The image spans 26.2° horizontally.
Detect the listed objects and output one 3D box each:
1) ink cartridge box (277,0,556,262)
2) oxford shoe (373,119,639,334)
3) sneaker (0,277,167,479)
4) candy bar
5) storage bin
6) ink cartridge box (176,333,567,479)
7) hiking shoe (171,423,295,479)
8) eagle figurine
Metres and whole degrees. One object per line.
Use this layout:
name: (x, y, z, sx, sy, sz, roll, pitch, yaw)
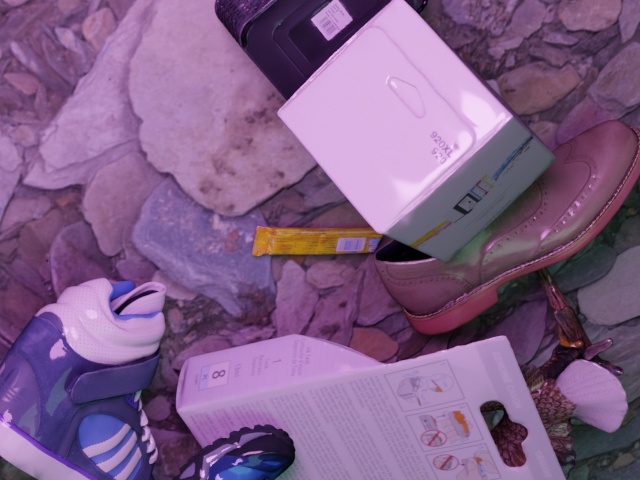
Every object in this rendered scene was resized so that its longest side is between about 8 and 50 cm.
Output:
ink cartridge box: (0.102, -0.104, 1.380, 0.168, 0.171, 0.232, -44, 160, 10)
oxford shoe: (0.219, -0.035, 1.575, 0.348, 0.123, 0.130, -39, 123, 2)
sneaker: (-0.215, 0.165, 1.500, 0.236, 0.130, 0.323, -52, 144, -5)
candy bar: (0.000, 0.000, 1.559, 0.161, 0.018, 0.040, -1, 125, -25)
storage bin: (0.001, -0.236, 1.364, 0.180, 0.084, 0.122, -40, 129, 3)
ink cartridge box: (0.069, 0.224, 1.598, 0.385, 0.091, 0.308, -15, 129, 16)
hiking shoe: (-0.130, 0.334, 1.501, 0.304, 0.132, 0.113, -42, 146, -2)
eagle figurine: (0.224, 0.215, 1.700, 0.298, 0.226, 0.225, -33, 149, -8)
